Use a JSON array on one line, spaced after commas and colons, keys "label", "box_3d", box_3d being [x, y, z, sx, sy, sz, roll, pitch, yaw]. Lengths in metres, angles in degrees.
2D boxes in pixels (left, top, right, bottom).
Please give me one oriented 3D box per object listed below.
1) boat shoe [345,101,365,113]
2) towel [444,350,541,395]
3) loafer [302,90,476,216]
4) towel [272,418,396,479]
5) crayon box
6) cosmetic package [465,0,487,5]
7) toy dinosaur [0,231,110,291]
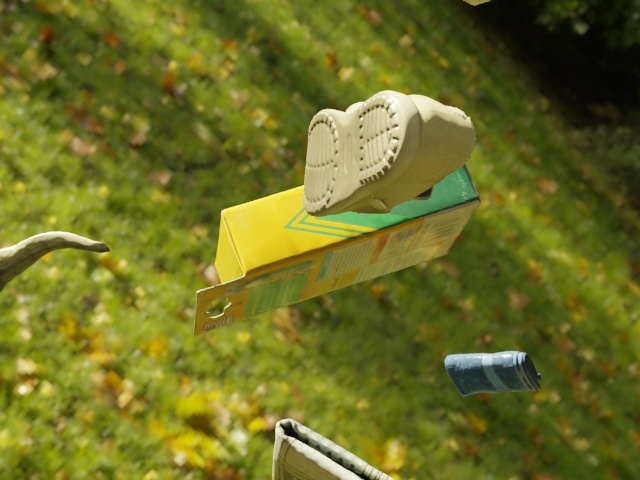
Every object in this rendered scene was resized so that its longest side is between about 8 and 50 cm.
[{"label": "boat shoe", "box_3d": [0.061, -0.134, 1.711, 0.048, 0.056, 0.153, 61, -2, -27]}, {"label": "towel", "box_3d": [0.224, 0.173, 1.957, 0.067, 0.119, 0.029, 56, 43, -35]}, {"label": "loafer", "box_3d": [0.054, -0.069, 1.313, 0.092, 0.102, 0.268, 7, -4, -18]}, {"label": "towel", "box_3d": [0.073, 0.385, 2.017, 0.324, 0.056, 0.312, 28, -27, 12]}, {"label": "crayon box", "box_3d": [0.000, 0.000, 1.682, 0.203, 0.323, 0.083, 110, -39, -72]}, {"label": "cosmetic package", "box_3d": [0.100, -0.265, 0.843, 0.117, 0.231, 0.085, 29, -20, -25]}, {"label": "toy dinosaur", "box_3d": [-0.352, 0.027, 1.500, 0.118, 0.268, 0.064, 48, 23, -35]}]
